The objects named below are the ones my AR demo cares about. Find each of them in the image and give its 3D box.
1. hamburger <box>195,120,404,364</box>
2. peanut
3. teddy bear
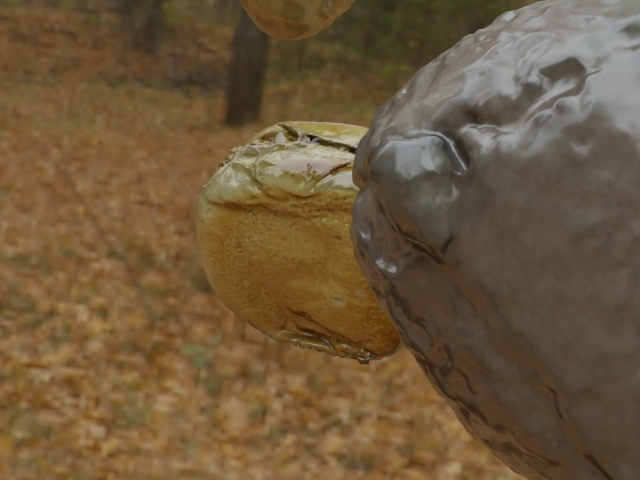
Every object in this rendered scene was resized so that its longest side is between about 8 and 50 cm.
[{"bbox_3d":[0.000,-0.002,1.291,0.214,0.213,0.108,11,35,21],"label":"hamburger"},{"bbox_3d":[-0.010,-0.247,1.367,0.109,0.159,0.140,9,-18,28],"label":"peanut"},{"bbox_3d":[0.127,0.040,0.508,0.151,0.267,0.236,-44,5,-33],"label":"teddy bear"}]
